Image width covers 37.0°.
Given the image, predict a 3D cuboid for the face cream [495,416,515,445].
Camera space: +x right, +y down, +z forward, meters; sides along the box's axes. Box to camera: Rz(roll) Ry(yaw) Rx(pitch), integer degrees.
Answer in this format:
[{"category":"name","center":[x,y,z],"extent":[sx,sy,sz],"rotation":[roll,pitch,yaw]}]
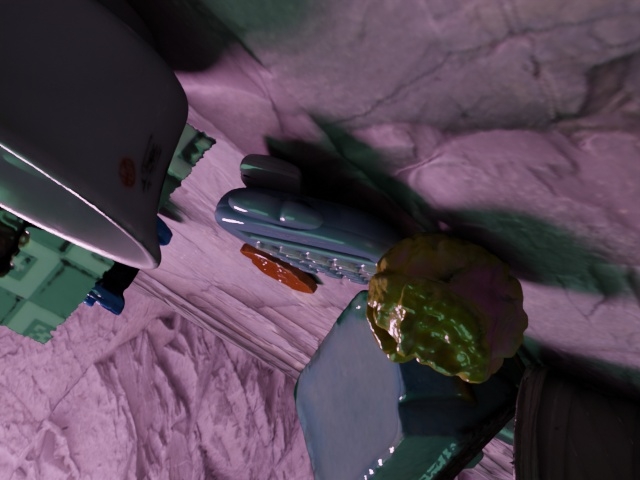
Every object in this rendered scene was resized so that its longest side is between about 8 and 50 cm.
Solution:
[{"category":"face cream","center":[0.300,0.263,1.341],"extent":[0.229,0.075,0.075],"rotation":[22,166,27]}]

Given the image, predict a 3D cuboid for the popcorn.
[{"category":"popcorn","center":[0.108,0.057,0.835],"extent":[0.145,0.126,0.126],"rotation":[8,-175,-25]}]

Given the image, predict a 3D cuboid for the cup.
[{"category":"cup","center":[-0.244,-0.130,0.759],"extent":[0.347,0.163,0.347],"rotation":[26,166,7]}]

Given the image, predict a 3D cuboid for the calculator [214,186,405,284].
[{"category":"calculator","center":[0.000,0.000,0.936],"extent":[0.188,0.042,0.303],"rotation":[13,169,19]}]

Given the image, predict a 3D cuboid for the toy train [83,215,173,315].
[{"category":"toy train","center":[-0.392,-0.026,1.477],"extent":[0.265,0.188,0.300],"rotation":[42,164,-30]}]

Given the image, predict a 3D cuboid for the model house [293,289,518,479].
[{"category":"model house","center":[0.140,0.223,1.274],"extent":[0.248,0.230,0.280],"rotation":[5,138,-28]}]

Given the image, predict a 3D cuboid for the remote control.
[{"category":"remote control","center":[-0.034,-0.045,0.953],"extent":[0.065,0.029,0.166],"rotation":[16,169,10]}]

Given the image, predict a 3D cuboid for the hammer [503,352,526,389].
[{"category":"hammer","center":[0.238,0.170,1.137],"extent":[0.021,0.078,0.201],"rotation":[17,157,35]}]

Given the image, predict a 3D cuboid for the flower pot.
[{"category":"flower pot","center":[0.297,0.250,1.056],"extent":[0.140,0.235,0.235],"rotation":[-3,153,25]}]

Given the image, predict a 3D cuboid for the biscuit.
[{"category":"biscuit","center":[-0.057,0.040,1.365],"extent":[0.102,0.019,0.130],"rotation":[19,164,37]}]

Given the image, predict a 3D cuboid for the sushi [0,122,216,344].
[{"category":"sushi","center":[-0.331,-0.083,1.026],"extent":[0.296,0.100,0.373],"rotation":[29,124,-23]}]
